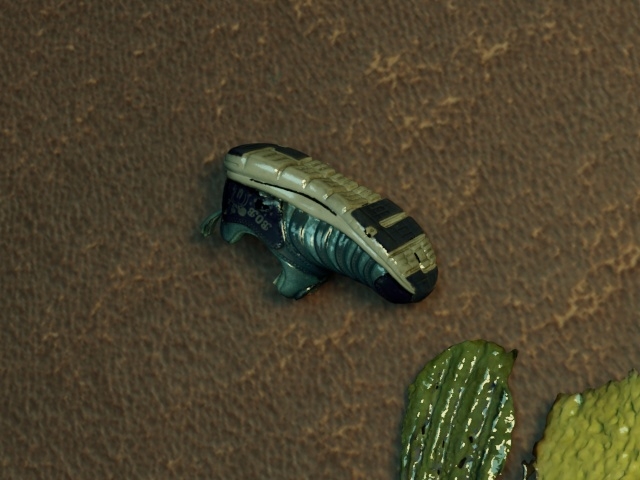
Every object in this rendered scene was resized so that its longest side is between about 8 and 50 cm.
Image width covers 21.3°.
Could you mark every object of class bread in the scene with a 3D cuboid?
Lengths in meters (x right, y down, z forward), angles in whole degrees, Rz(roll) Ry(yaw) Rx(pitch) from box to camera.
[{"bbox_3d":[0.275,0.165,1.235,0.260,0.134,0.129,-21,48,52],"label":"bread"}]

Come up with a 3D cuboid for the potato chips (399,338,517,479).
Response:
[{"bbox_3d":[0.104,0.178,1.352,0.092,0.028,0.207,7,78,21],"label":"potato chips"}]

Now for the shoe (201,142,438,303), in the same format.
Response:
[{"bbox_3d":[0.000,0.000,1.405,0.207,0.091,0.106,27,109,18],"label":"shoe"}]
